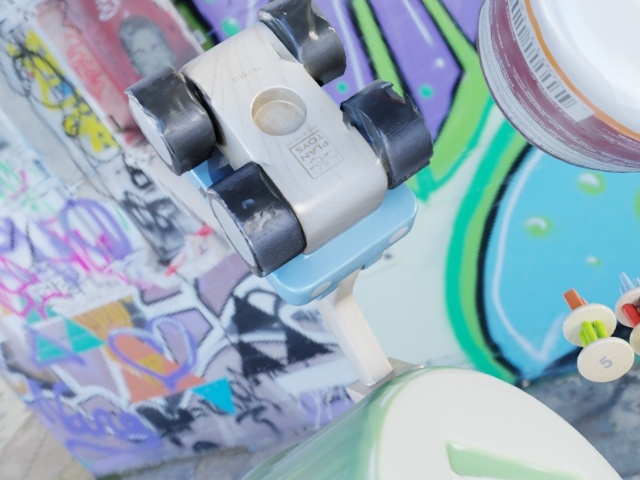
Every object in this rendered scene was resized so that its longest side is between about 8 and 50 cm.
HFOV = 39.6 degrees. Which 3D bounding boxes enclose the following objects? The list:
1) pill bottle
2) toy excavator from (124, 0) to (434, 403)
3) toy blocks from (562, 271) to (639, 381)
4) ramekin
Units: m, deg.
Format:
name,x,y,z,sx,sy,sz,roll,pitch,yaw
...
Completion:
name,x,y,z,sx,sy,sz,roll,pitch,yaw
pill bottle,0.230,-0.160,0.620,0.224,0.224,0.392,-33,0,6
toy excavator,0.000,0.000,1.058,0.222,0.433,0.445,-35,-16,-13
toy blocks,0.297,0.078,0.892,0.123,0.054,0.148,10,32,-8
ramekin,0.091,0.224,0.542,0.148,0.303,0.303,-48,13,31
